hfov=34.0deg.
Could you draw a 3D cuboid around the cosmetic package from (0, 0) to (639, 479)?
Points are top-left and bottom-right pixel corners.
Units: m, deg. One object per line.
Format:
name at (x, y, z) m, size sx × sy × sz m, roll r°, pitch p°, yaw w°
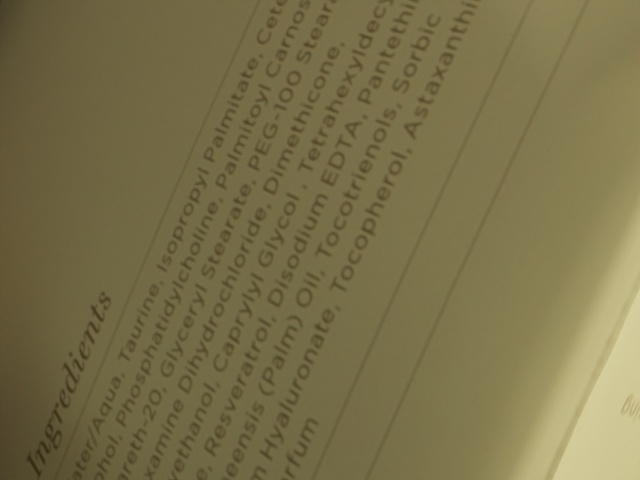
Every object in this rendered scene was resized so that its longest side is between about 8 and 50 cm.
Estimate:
cosmetic package at (0.033, 0.022, 0.559) m, size 0.393 × 0.327 × 0.329 m, roll 27°, pitch 6°, yaw 37°
